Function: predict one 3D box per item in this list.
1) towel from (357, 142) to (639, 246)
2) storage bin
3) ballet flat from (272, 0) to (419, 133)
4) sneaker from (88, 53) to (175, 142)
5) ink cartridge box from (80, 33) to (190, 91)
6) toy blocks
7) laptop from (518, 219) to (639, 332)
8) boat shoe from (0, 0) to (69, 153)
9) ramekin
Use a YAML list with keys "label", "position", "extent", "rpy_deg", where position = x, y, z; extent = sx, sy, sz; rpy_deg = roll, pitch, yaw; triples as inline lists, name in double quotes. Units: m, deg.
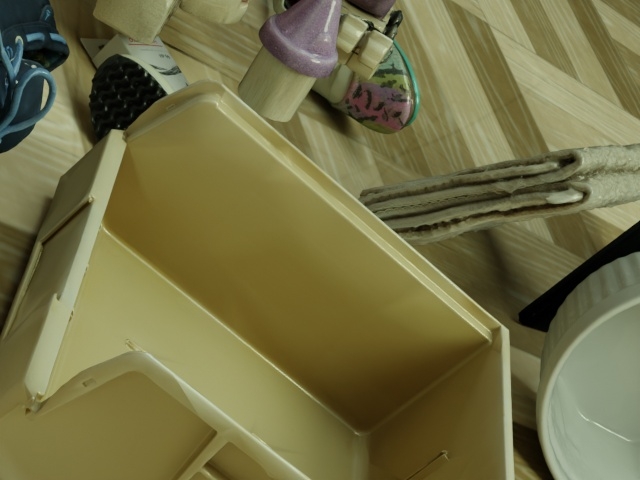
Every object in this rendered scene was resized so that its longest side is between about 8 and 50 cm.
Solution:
- label: "towel"
  position: [0.155, -0.035, 1.311]
  extent: [0.282, 0.187, 0.049]
  rpy_deg: [-10, 90, -62]
- label: "storage bin"
  position: [-0.030, 0.078, 0.929]
  extent: [0.260, 0.123, 0.262]
  rpy_deg: [40, 27, -20]
- label: "ballet flat"
  position: [0.005, -0.164, 1.394]
  extent: [0.079, 0.077, 0.221]
  rpy_deg: [7, 40, -30]
- label: "sneaker"
  position: [-0.083, -0.047, 1.108]
  extent: [0.161, 0.057, 0.075]
  rpy_deg: [51, 12, 2]
- label: "ink cartridge box"
  position: [-0.115, -0.107, 1.155]
  extent: [0.083, 0.028, 0.048]
  rpy_deg: [56, 26, 14]
- label: "toy blocks"
  position: [-0.036, -0.276, 1.171]
  extent: [0.309, 0.260, 0.288]
  rpy_deg: [30, 27, -5]
- label: "laptop"
  position: [0.291, -0.030, 1.467]
  extent: [0.136, 0.234, 0.264]
  rpy_deg: [42, 27, -17]
- label: "boat shoe"
  position: [-0.180, -0.089, 0.939]
  extent: [0.089, 0.109, 0.258]
  rpy_deg: [47, 27, -14]
- label: "ramekin"
  position: [0.255, 0.103, 1.273]
  extent: [0.207, 0.207, 0.109]
  rpy_deg: [42, 18, -16]
